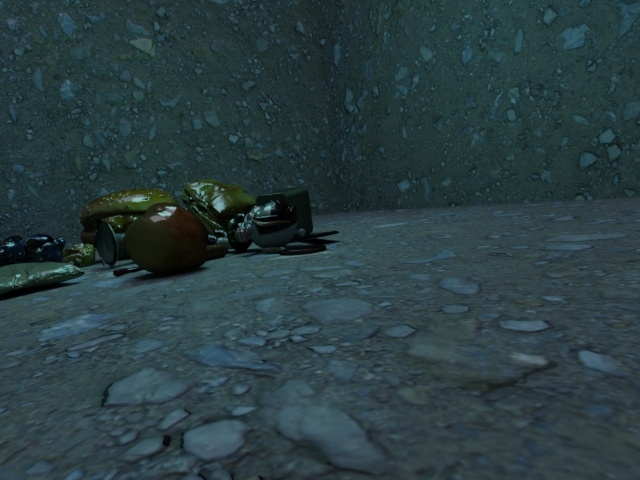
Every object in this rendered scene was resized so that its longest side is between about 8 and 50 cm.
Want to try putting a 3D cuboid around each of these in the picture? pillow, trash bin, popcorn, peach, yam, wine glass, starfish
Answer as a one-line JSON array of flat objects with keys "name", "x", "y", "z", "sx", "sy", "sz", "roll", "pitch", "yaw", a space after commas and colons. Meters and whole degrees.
[{"name": "pillow", "x": -0.874, "y": 0.109, "z": 1.209, "sx": 0.274, "sy": 0.076, "sz": 0.280, "roll": -2, "pitch": 8, "yaw": 36}, {"name": "trash bin", "x": -0.157, "y": -0.107, "z": 1.839, "sx": 0.158, "sy": 0.223, "sz": 0.343, "roll": -5, "pitch": 9, "yaw": 13}, {"name": "popcorn", "x": -0.973, "y": 0.059, "z": 1.756, "sx": 0.096, "sy": 0.109, "sz": 0.089, "roll": 21, "pitch": -39, "yaw": -3}, {"name": "peach", "x": -0.430, "y": 0.007, "z": 1.225, "sx": 0.232, "sy": 0.233, "sz": 0.232, "roll": -7, "pitch": 6, "yaw": 1}, {"name": "yam", "x": -0.413, "y": 0.050, "z": 1.395, "sx": 0.056, "sy": 0.057, "sz": 0.241, "roll": -1, "pitch": 6, "yaw": 45}, {"name": "wine glass", "x": -0.674, "y": -0.015, "z": 1.667, "sx": 0.190, "sy": 0.191, "sz": 0.357, "roll": -2, "pitch": 6, "yaw": 39}, {"name": "starfish", "x": -1.066, "y": 0.101, "z": 1.609, "sx": 0.299, "sy": 0.060, "sz": 0.302, "roll": 4, "pitch": 24, "yaw": 31}]

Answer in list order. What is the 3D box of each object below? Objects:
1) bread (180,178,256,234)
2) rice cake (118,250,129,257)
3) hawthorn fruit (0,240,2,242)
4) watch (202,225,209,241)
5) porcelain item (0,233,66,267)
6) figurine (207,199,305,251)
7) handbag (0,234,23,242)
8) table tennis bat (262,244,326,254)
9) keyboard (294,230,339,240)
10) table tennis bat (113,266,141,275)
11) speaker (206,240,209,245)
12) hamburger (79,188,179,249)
[{"name": "bread", "x": -0.458, "y": -0.170, "z": 2.077, "sx": 0.314, "sy": 0.370, "sz": 0.192, "roll": -17, "pitch": -30, "yaw": -44}, {"name": "rice cake", "x": -0.895, "y": 0.053, "z": 1.979, "sx": 0.124, "sy": 0.038, "sz": 0.211, "roll": -10, "pitch": 7, "yaw": -33}, {"name": "hawthorn fruit", "x": -1.399, "y": 0.079, "z": 1.830, "sx": 0.165, "sy": 0.165, "sz": 0.285, "roll": -10, "pitch": 1, "yaw": -27}, {"name": "watch", "x": -0.617, "y": -0.056, "z": 2.177, "sx": 0.210, "sy": 0.211, "sz": 0.193, "roll": -12, "pitch": -13, "yaw": -42}, {"name": "porcelain item", "x": -0.978, "y": 0.045, "z": 1.402, "sx": 0.186, "sy": 0.138, "sz": 0.288, "roll": -32, "pitch": -2, "yaw": 22}, {"name": "figurine", "x": -0.234, "y": -0.038, "z": 1.536, "sx": 0.369, "sy": 0.167, "sz": 0.281, "roll": -13, "pitch": 18, "yaw": 24}, {"name": "handbag", "x": -1.198, "y": 0.072, "z": 1.560, "sx": 0.253, "sy": 0.093, "sz": 0.308, "roll": -36, "pitch": 21, "yaw": -30}, {"name": "table tennis bat", "x": -0.086, "y": 0.029, "z": 1.353, "sx": 0.220, "sy": 0.019, "sz": 0.130, "roll": -2, "pitch": 6, "yaw": 27}, {"name": "keyboard", "x": -0.002, "y": -0.013, "z": 1.556, "sx": 0.103, "sy": 0.041, "sz": 0.381, "roll": -9, "pitch": 6, "yaw": -20}, {"name": "table tennis bat", "x": -0.613, "y": 0.095, "z": 1.351, "sx": 0.098, "sy": 0.019, "sz": 0.154, "roll": -7, "pitch": 3, "yaw": -3}, {"name": "speaker", "x": -0.436, "y": 0.040, "z": 1.549, "sx": 0.075, "sy": 0.060, "sz": 0.094, "roll": -6, "pitch": -30, "yaw": 5}, {"name": "hamburger", "x": -0.823, "y": -0.091, "z": 1.888, "sx": 0.445, "sy": 0.269, "sz": 0.287, "roll": -7, "pitch": 9, "yaw": -26}]
